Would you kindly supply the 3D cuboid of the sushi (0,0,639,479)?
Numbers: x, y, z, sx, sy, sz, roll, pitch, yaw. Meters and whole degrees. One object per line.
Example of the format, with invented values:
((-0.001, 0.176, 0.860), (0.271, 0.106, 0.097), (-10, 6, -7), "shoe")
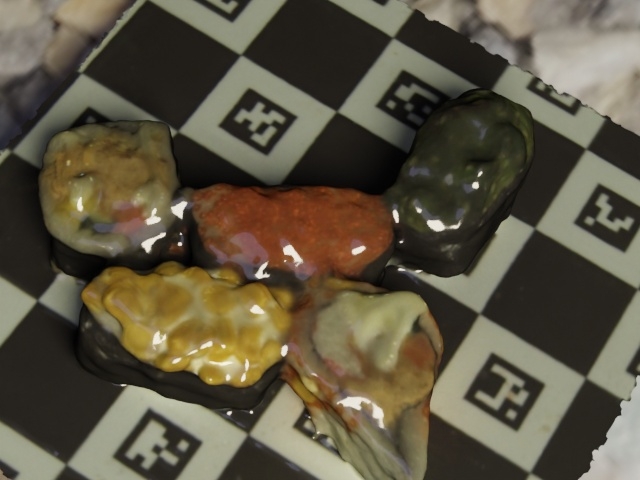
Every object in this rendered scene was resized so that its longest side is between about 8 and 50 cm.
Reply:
((0.000, 0.000, 0.781), (0.343, 0.064, 0.359), (31, 61, 9), "sushi")
